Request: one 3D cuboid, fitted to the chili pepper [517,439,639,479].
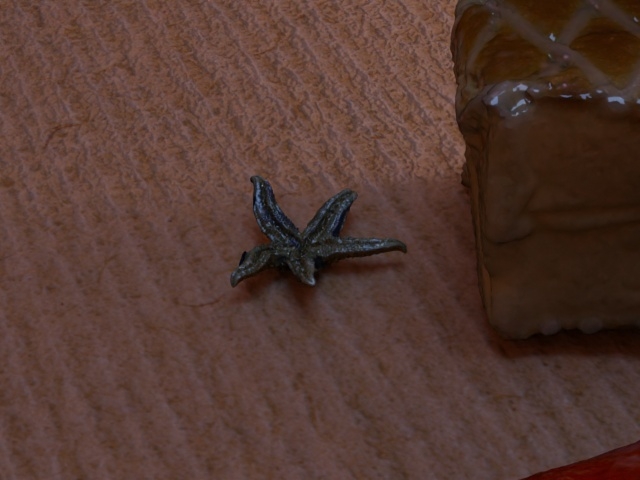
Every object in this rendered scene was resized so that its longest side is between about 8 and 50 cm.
[{"bbox_3d":[0.238,0.258,1.459,0.305,0.229,0.251,-23,23,-30],"label":"chili pepper"}]

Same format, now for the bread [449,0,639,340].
[{"bbox_3d":[0.317,-0.105,1.946,0.371,0.279,0.390,-2,29,5],"label":"bread"}]

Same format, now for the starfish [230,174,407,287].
[{"bbox_3d":[0.000,0.000,2.007,0.176,0.053,0.208,6,37,8],"label":"starfish"}]
